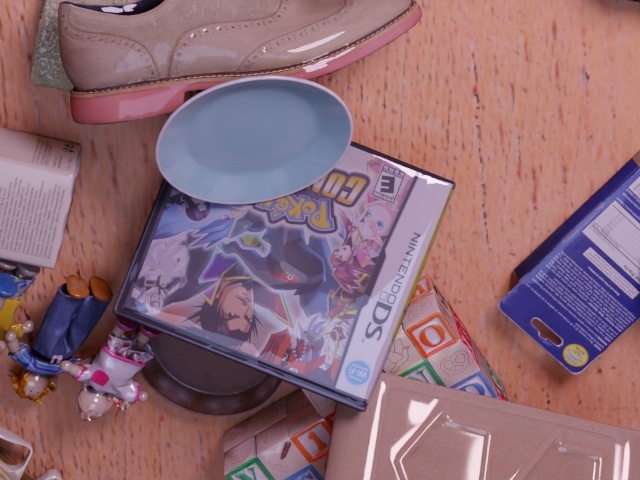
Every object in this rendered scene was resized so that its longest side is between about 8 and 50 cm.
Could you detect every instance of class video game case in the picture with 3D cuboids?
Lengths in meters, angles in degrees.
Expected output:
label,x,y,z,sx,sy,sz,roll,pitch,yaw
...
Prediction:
label,x,y,z,sx,sy,sz,roll,pitch,yaw
video game case,-0.036,0.007,1.451,0.274,0.035,0.248,22,93,-1

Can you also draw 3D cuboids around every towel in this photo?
label,x,y,z,sx,sy,sz,roll,pitch,yaw
towel,-0.222,-0.208,1.411,0.110,0.027,0.148,15,113,-10

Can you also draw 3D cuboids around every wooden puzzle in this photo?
label,x,y,z,sx,sy,sz,roll,pitch,yaw
wooden puzzle,0.163,0.323,1.484,0.347,0.080,0.322,12,69,-6

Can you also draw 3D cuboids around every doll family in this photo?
label,x,y,z,sx,sy,sz,roll,pitch,yaw
doll family,-0.301,0.100,1.511,0.263,0.118,0.163,19,119,-30

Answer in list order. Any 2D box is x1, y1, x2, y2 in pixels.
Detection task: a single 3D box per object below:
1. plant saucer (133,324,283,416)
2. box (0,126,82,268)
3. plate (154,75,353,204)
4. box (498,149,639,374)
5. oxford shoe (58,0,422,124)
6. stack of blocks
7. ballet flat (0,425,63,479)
label,x,y,z,sx,sy,sz,roll,pitch,yaw
plant saucer,-0.116,0.114,1.553,0.168,0.029,0.168,4,121,7
box,-0.382,-0.062,1.430,0.275,0.094,0.113,14,113,-10
plate,-0.063,-0.098,1.357,0.188,0.024,0.188,-8,147,-5
box,0.307,0.027,1.551,0.136,0.036,0.225,40,103,-20
oxford shoe,-0.076,-0.207,1.362,0.348,0.123,0.130,-16,107,-10
stack of blocks,0.040,0.191,1.581,0.297,0.087,0.171,-31,113,10
ballet flat,-0.328,0.267,1.599,0.073,0.080,0.232,-46,112,0
